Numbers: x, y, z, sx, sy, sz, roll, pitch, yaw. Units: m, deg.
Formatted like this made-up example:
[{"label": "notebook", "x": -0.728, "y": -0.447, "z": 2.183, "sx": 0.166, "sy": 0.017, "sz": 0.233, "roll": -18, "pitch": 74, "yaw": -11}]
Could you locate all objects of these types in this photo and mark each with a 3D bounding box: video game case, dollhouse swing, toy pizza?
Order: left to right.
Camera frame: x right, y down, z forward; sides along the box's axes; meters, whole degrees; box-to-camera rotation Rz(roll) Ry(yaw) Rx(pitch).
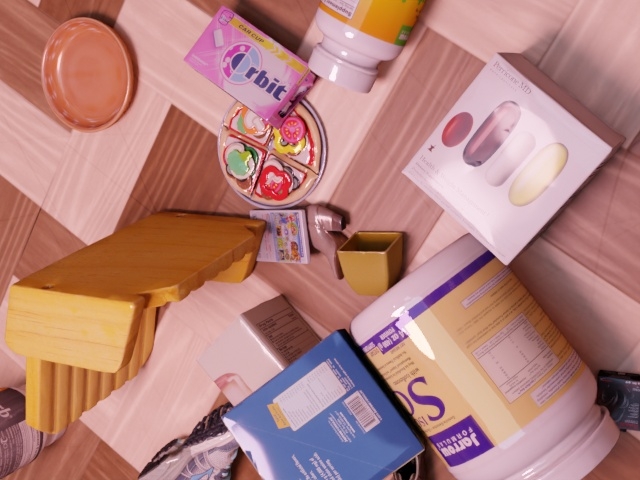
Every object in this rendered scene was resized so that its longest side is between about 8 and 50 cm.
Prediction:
[{"label": "dollhouse swing", "x": -0.278, "y": 0.152, "z": 1.316, "sx": 0.315, "sy": 0.347, "sz": 0.305, "roll": 6, "pitch": 111, "yaw": 26}, {"label": "toy pizza", "x": -0.086, "y": -0.148, "z": 1.334, "sx": 0.201, "sy": 0.032, "sz": 0.201, "roll": 5, "pitch": 103, "yaw": 25}, {"label": "video game case", "x": -0.067, "y": -0.007, "z": 1.346, "sx": 0.122, "sy": 0.011, "sz": 0.087, "roll": 2, "pitch": 102, "yaw": 43}]

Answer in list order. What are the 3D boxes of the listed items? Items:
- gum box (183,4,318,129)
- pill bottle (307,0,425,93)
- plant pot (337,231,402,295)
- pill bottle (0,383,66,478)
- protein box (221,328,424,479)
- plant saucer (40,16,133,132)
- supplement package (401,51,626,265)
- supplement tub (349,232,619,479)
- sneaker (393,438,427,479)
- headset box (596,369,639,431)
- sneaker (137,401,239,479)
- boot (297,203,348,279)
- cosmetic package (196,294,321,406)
[{"label": "gum box", "x": -0.106, "y": -0.267, "z": 1.285, "sx": 0.188, "sy": 0.062, "sz": 0.107, "roll": 37, "pitch": 93, "yaw": 15}, {"label": "pill bottle", "x": 0.075, "y": -0.340, "z": 1.160, "sx": 0.136, "sy": 0.136, "sz": 0.245, "roll": 32, "pitch": 112, "yaw": 17}, {"label": "plant pot", "x": 0.082, "y": 0.040, "z": 1.269, "sx": 0.081, "sy": 0.081, "sz": 0.083, "roll": 0, "pitch": 112, "yaw": 26}, {"label": "pill bottle", "x": -0.624, "y": 0.372, "z": 1.558, "sx": 0.162, "sy": 0.278, "sz": 0.162, "roll": 5, "pitch": 103, "yaw": 24}, {"label": "protein box", "x": 0.008, "y": 0.263, "z": 1.157, "sx": 0.201, "sy": 0.136, "sz": 0.200, "roll": -37, "pitch": 81, "yaw": 3}, {"label": "plant saucer", "x": -0.408, "y": -0.292, "z": 1.458, "sx": 0.200, "sy": 0.037, "sz": 0.200, "roll": 6, "pitch": 103, "yaw": 25}, {"label": "supplement package", "x": 0.261, "y": -0.114, "z": 1.110, "sx": 0.194, "sy": 0.149, "sz": 0.203, "roll": 43, "pitch": 116, "yaw": 12}, {"label": "supplement tub", "x": 0.223, "y": 0.182, "z": 1.136, "sx": 0.241, "sy": 0.241, "sz": 0.331, "roll": -41, "pitch": 81, "yaw": 26}, {"label": "sneaker", "x": 0.140, "y": 0.391, "z": 1.313, "sx": 0.066, "sy": 0.071, "sz": 0.188, "roll": -6, "pitch": 97, "yaw": 26}, {"label": "headset box", "x": 0.425, "y": 0.230, "z": 1.167, "sx": 0.062, "sy": 0.032, "sz": 0.083, "roll": 5, "pitch": 101, "yaw": 25}, {"label": "sneaker", "x": -0.193, "y": 0.388, "z": 1.471, "sx": 0.283, "sy": 0.110, "sz": 0.122, "roll": -36, "pitch": 102, "yaw": 29}, {"label": "boot", "x": 0.000, "y": 0.000, "z": 1.323, "sx": 0.087, "sy": 0.042, "sz": 0.118, "roll": 8, "pitch": 103, "yaw": 31}, {"label": "cosmetic package", "x": -0.039, "y": 0.249, "z": 1.326, "sx": 0.129, "sy": 0.153, "sz": 0.296, "roll": -45, "pitch": 79, "yaw": 25}]
